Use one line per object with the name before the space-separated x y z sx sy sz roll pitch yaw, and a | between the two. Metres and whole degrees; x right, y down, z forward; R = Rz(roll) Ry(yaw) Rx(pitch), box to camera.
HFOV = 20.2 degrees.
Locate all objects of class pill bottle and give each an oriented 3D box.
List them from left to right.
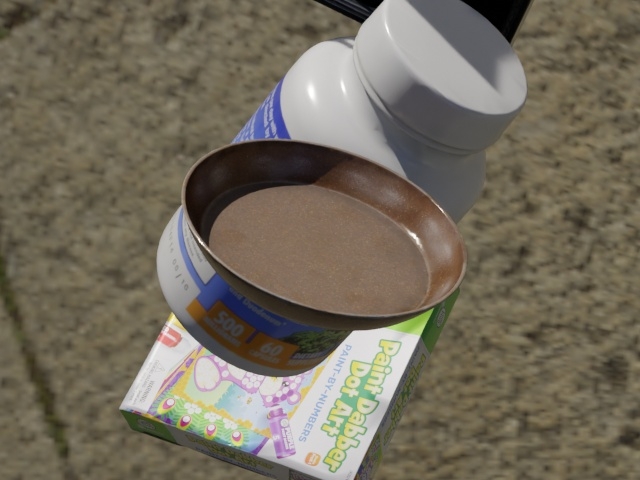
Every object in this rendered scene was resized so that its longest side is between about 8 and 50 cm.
pill bottle | 0.015 -0.040 1.209 0.272 0.152 0.152 -48 58 38

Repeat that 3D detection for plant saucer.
plant saucer | 0.000 0.000 1.026 0.168 0.168 0.029 41 130 32

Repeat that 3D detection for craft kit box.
craft kit box | -0.027 0.104 1.711 0.247 0.061 0.249 17 64 19

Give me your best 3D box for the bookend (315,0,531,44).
bookend | 0.093 -0.222 1.321 0.156 0.072 0.157 27 130 4
